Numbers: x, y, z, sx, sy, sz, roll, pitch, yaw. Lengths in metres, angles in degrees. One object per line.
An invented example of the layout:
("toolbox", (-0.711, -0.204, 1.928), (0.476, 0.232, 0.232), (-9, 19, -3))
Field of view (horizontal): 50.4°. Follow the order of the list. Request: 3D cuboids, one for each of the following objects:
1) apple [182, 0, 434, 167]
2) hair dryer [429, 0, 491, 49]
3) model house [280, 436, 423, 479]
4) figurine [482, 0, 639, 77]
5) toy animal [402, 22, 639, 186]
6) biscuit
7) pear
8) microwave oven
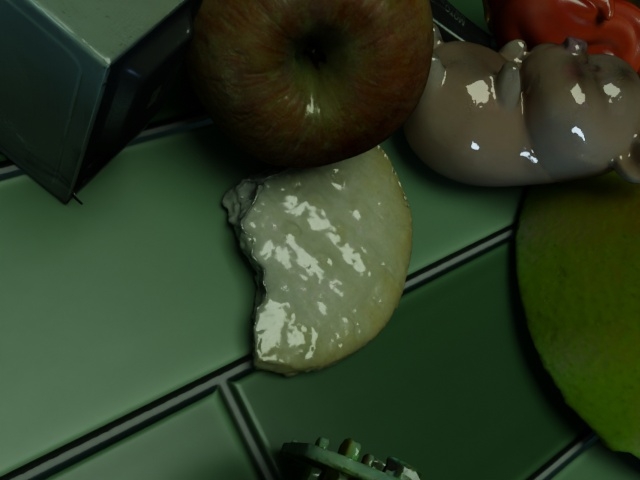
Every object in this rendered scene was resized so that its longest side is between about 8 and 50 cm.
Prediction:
("apple", (-0.012, -0.167, 0.567), (0.211, 0.211, 0.188), (15, 25, -21))
("hair dryer", (0.056, -0.362, 0.773), (0.304, 0.120, 0.359), (14, 55, -31))
("model house", (0.074, 0.306, 0.354), (0.301, 0.340, 0.323), (23, 73, -1))
("figurine", (0.311, -0.263, 0.799), (0.181, 0.208, 0.257), (32, 49, 32))
("toy animal", (0.205, -0.128, 0.692), (0.250, 0.154, 0.166), (7, 48, 5))
("biscuit", (0.000, 0.000, 0.618), (0.188, 0.040, 0.265), (31, 59, -15))
("pear", (0.403, 0.042, 0.712), (0.399, 0.165, 0.398), (11, 62, -21))
("microwave oven", (-0.183, -0.149, 0.486), (0.163, 0.205, 0.129), (40, 58, -9))
